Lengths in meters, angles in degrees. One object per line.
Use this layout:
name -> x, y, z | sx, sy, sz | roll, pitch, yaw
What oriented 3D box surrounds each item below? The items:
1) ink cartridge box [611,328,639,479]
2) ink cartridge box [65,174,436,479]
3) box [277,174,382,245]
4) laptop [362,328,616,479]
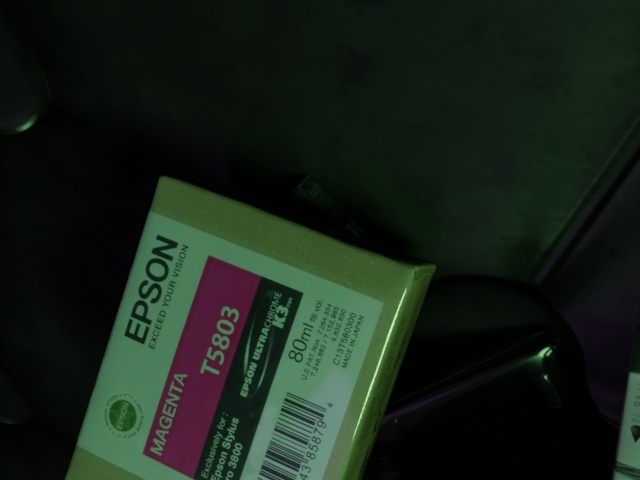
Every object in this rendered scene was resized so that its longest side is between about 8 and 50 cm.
ink cartridge box -> 0.249, 0.137, 0.498 | 0.099, 0.056, 0.135 | 9, 119, 25
ink cartridge box -> -0.050, 0.093, 0.530 | 0.193, 0.088, 0.235 | 19, 95, 16
box -> 0.000, 0.000, 0.582 | 0.083, 0.018, 0.067 | 44, 133, -4
laptop -> 0.082, 0.271, 0.729 | 0.407, 0.236, 0.382 | -27, 108, 11
